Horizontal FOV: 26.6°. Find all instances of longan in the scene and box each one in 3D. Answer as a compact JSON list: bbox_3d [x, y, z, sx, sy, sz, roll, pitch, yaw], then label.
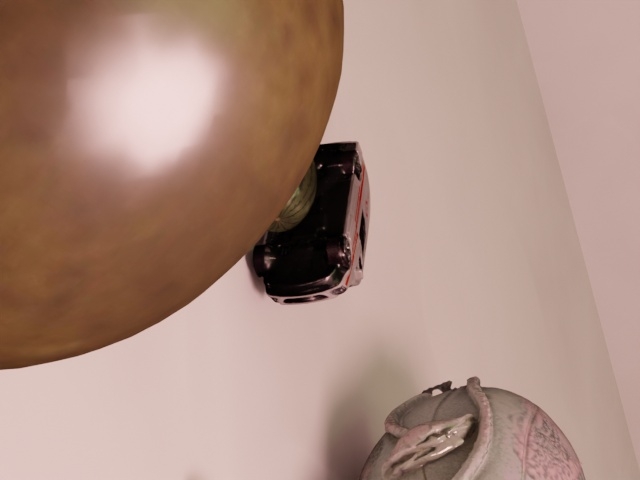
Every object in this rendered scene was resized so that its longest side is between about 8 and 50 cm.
[{"bbox_3d":[-0.140,-0.095,0.637,0.319,0.319,0.318,-11,90,-70],"label":"longan"}]

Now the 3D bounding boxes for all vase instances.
[{"bbox_3d":[0.123,0.296,1.227,0.445,0.250,0.249,-51,127,-69],"label":"vase"}]

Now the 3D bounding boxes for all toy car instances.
[{"bbox_3d":[0.000,0.000,1.285,0.209,0.089,0.108,-82,161,-49],"label":"toy car"}]

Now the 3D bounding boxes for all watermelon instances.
[{"bbox_3d":[-0.041,-0.054,1.216,0.110,0.078,0.078,-81,152,-54],"label":"watermelon"}]
